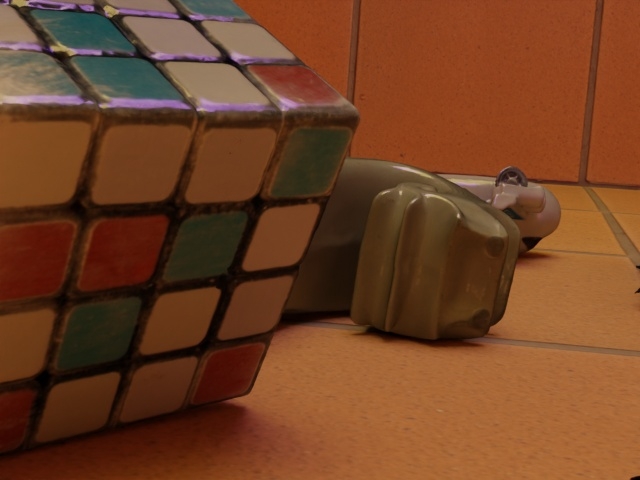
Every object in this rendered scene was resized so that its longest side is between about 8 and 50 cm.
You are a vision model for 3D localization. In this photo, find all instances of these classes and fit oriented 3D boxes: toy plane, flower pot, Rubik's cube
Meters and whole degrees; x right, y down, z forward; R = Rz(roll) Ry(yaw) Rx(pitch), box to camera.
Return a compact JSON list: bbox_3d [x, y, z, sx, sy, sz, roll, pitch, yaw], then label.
[{"bbox_3d":[0.231,-0.039,1.587,0.267,0.122,0.267,-1,-9,0],"label":"toy plane"},{"bbox_3d":[0.000,0.000,1.069,0.368,0.164,0.254,4,13,-18],"label":"flower pot"},{"bbox_3d":[-0.173,-0.042,0.711,0.259,0.253,0.256,-5,38,-42],"label":"Rubik's cube"}]

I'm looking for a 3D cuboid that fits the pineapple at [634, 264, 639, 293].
[{"bbox_3d":[0.493,0.008,1.351,0.166,0.165,0.364,6,17,18],"label":"pineapple"}]

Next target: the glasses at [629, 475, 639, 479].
[{"bbox_3d":[0.219,0.127,0.459,0.268,0.118,0.234,10,12,41],"label":"glasses"}]
